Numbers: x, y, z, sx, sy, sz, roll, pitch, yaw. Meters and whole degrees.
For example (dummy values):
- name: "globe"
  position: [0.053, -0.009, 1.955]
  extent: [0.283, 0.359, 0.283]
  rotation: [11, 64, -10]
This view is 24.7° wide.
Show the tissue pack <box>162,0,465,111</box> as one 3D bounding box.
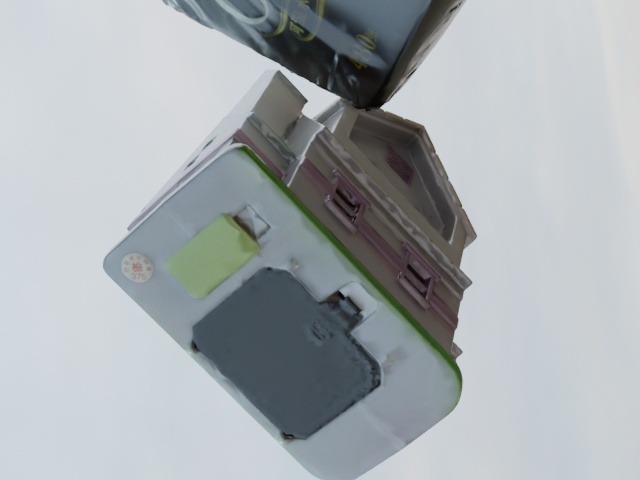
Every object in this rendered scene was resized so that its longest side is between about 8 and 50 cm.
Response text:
- name: "tissue pack"
  position: [0.047, -0.270, 0.865]
  extent: [0.370, 0.198, 0.210]
  rotation: [116, 178, -57]

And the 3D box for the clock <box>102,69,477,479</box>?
- name: "clock"
  position: [0.000, 0.000, 1.103]
  extent: [0.235, 0.166, 0.309]
  rotation: [46, -155, -11]
